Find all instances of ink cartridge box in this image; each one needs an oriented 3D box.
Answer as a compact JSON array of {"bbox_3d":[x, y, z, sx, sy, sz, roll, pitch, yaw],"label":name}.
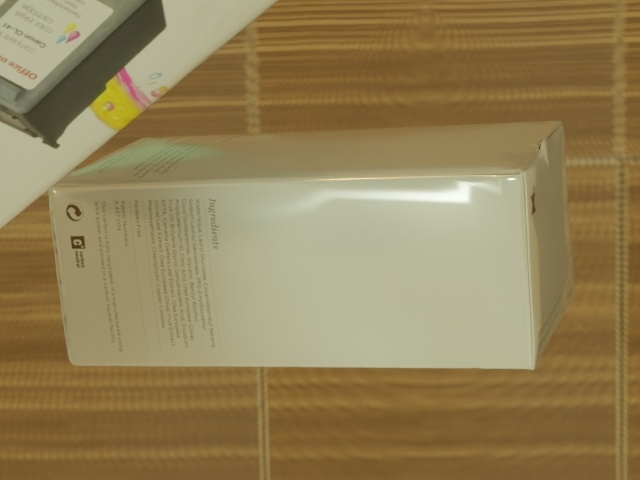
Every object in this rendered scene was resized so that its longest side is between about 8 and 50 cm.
[{"bbox_3d":[-0.122,-0.176,0.850,0.306,0.226,0.131,-37,129,26],"label":"ink cartridge box"}]

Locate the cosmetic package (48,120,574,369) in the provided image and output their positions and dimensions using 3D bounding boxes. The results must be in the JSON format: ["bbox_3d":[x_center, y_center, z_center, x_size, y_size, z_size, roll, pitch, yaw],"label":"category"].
[{"bbox_3d":[0.000,0.000,1.291,0.365,0.197,0.155,0,104,19],"label":"cosmetic package"}]
